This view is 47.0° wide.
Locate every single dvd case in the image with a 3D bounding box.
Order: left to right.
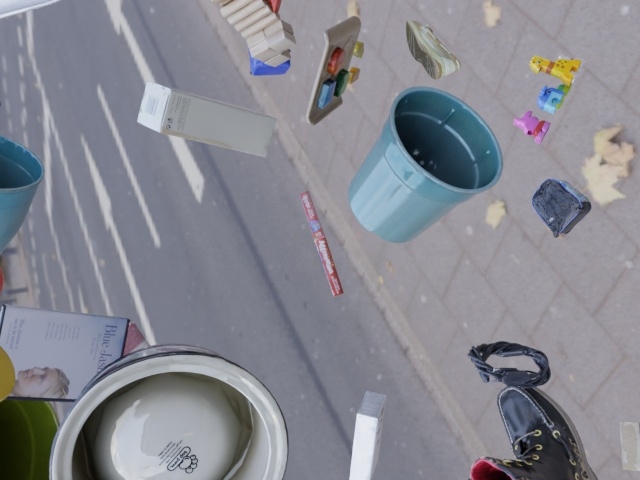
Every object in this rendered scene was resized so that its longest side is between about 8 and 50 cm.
[{"bbox_3d":[-0.515,0.230,1.461,0.022,0.253,0.180,6,85,55],"label":"dvd case"}]

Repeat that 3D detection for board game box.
[{"bbox_3d":[0.000,0.000,1.687,0.281,0.027,0.145,-109,-1,-65],"label":"board game box"}]

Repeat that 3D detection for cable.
[{"bbox_3d":[0.419,0.272,1.629,0.150,0.185,0.047,-132,43,-60],"label":"cable"}]

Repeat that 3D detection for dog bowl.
[{"bbox_3d":[-0.272,0.369,1.339,0.150,0.408,0.407,-143,49,-69],"label":"dog bowl"}]

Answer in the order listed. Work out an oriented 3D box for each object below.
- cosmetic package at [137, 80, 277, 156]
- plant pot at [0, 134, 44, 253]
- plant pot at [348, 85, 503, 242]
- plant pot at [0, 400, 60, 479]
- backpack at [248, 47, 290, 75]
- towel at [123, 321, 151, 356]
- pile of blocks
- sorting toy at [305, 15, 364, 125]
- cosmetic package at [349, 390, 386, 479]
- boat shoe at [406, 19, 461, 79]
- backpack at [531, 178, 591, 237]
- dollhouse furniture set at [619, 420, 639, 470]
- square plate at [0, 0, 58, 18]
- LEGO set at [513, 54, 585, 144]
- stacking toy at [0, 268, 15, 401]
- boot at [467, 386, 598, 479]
[{"bbox_3d":[-0.289,-0.309,1.891,0.160,0.310,0.113,29,105,52],"label":"cosmetic package"},{"bbox_3d":[-0.760,-0.073,1.572,0.271,0.272,0.255,52,125,44],"label":"plant pot"},{"bbox_3d":[0.258,-0.180,2.013,0.334,0.341,0.341,-51,53,48],"label":"plant pot"},{"bbox_3d":[-0.809,0.484,1.564,0.366,0.353,0.366,-1,-90,-72],"label":"plant pot"},{"bbox_3d":[-0.120,-0.470,1.777,0.101,0.098,0.120,155,109,-68],"label":"backpack"},{"bbox_3d":[-0.517,0.410,1.983,0.037,0.237,0.328,19,142,52],"label":"towel"},{"bbox_3d":[-0.146,-0.493,1.378,0.113,0.362,0.148,-21,41,27],"label":"pile of blocks"},{"bbox_3d":[0.058,-0.428,1.812,0.041,0.307,0.229,22,123,14],"label":"sorting toy"},{"bbox_3d":[0.125,0.525,1.941,0.061,0.099,0.238,13,120,16],"label":"cosmetic package"},{"bbox_3d":[0.193,-0.339,1.291,0.056,0.048,0.153,83,167,-46],"label":"boat shoe"},{"bbox_3d":[0.548,-0.081,1.681,0.114,0.084,0.105,54,127,29],"label":"backpack"},{"bbox_3d":[0.743,0.366,1.411,0.259,0.262,0.135,-16,71,51],"label":"dollhouse furniture set"},{"bbox_3d":[-0.628,-0.532,1.348,0.049,0.348,0.343,40,-142,-73],"label":"square plate"},{"bbox_3d":[0.471,-0.327,1.540,0.093,0.227,0.087,27,160,16],"label":"LEGO set"},{"bbox_3d":[-0.594,0.115,1.035,0.130,0.280,0.308,-41,46,20],"label":"stacking toy"},{"bbox_3d":[0.420,0.459,1.517,0.138,0.284,0.377,-47,50,34],"label":"boot"}]
